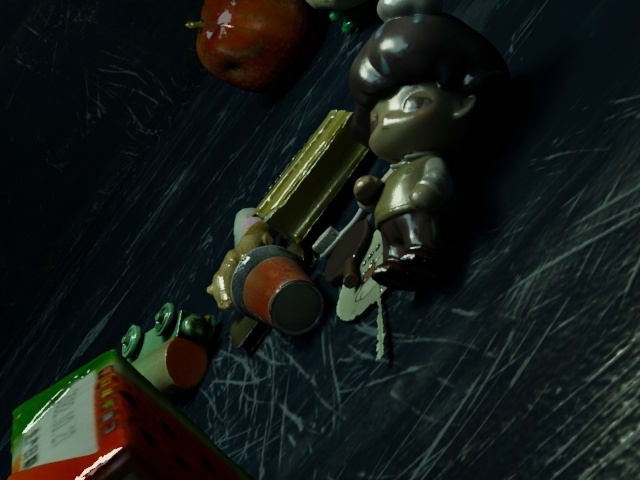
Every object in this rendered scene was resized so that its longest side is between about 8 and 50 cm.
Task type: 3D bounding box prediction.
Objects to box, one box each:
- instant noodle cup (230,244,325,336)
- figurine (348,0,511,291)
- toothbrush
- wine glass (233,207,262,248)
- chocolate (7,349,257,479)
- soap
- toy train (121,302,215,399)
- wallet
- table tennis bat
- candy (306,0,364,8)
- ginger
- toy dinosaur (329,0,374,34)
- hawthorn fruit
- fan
[{"bbox_3d":[-0.057,0.083,1.795,0.127,0.127,0.135,-58,26,1],"label":"instant noodle cup"},{"bbox_3d":[0.110,-0.128,1.543,0.218,0.206,0.365,126,166,-63],"label":"figurine"},{"bbox_3d":[0.085,-0.080,1.808,0.307,0.029,0.025,-48,13,28],"label":"toothbrush"},{"bbox_3d":[-0.126,0.015,2.146,0.073,0.073,0.155,-46,24,32],"label":"wine glass"},{"bbox_3d":[-0.175,0.321,1.359,0.161,0.360,0.341,-44,19,1],"label":"chocolate"},{"bbox_3d":[-0.007,-0.106,1.973,0.233,0.076,0.135,-51,15,-4],"label":"soap"},{"bbox_3d":[-0.288,0.224,2.184,0.285,0.116,0.177,-31,44,52],"label":"toy train"},{"bbox_3d":[-0.079,0.089,1.959,0.198,0.031,0.110,-54,19,11],"label":"wallet"},{"bbox_3d":[0.000,0.000,1.748,0.107,0.119,0.170,-53,14,16],"label":"table tennis bat"},{"bbox_3d":[0.119,-0.610,2.328,0.427,0.186,0.386,-40,18,39],"label":"candy"},{"bbox_3d":[-0.106,0.011,2.053,0.089,0.075,0.288,8,45,29],"label":"ginger"},{"bbox_3d":[0.072,-0.471,2.446,0.096,0.059,0.132,-32,23,43],"label":"toy dinosaur"},{"bbox_3d":[-0.155,-0.467,2.689,0.275,0.299,0.275,-173,90,-75],"label":"hawthorn fruit"},{"bbox_3d":[0.080,0.066,1.614,0.191,0.009,0.329,-50,17,22],"label":"fan"}]
